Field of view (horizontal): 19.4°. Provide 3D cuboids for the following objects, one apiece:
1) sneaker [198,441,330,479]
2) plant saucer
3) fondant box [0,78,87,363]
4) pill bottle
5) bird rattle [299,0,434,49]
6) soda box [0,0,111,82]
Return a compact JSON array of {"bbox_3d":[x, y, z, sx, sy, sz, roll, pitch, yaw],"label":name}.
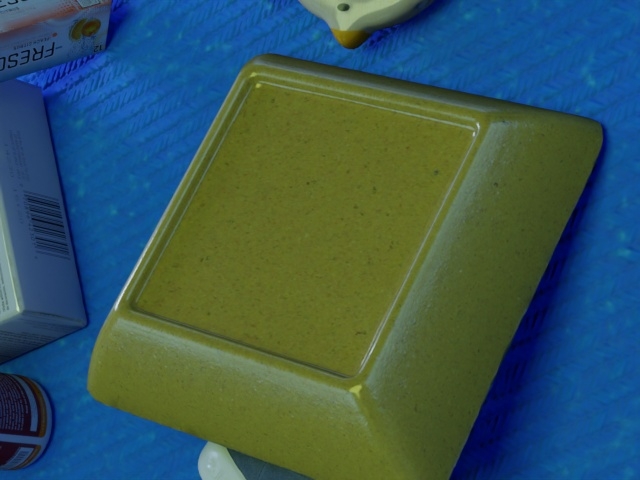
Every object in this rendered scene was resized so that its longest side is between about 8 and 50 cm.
[{"bbox_3d":[0.057,0.226,1.377,0.148,0.131,0.350,-49,63,11],"label":"sneaker"},{"bbox_3d":[0.000,0.000,1.415,0.333,0.081,0.333,15,68,34],"label":"plant saucer"},{"bbox_3d":[-0.385,0.015,1.716,0.330,0.096,0.238,-23,70,27],"label":"fondant box"},{"bbox_3d":[-0.308,0.151,1.608,0.086,0.152,0.086,-6,78,31],"label":"pill bottle"},{"bbox_3d":[0.036,-0.272,1.509,0.253,0.143,0.207,-36,76,8],"label":"bird rattle"},{"bbox_3d":[-0.274,-0.180,1.628,0.058,0.183,0.063,49,142,29],"label":"soda box"}]
